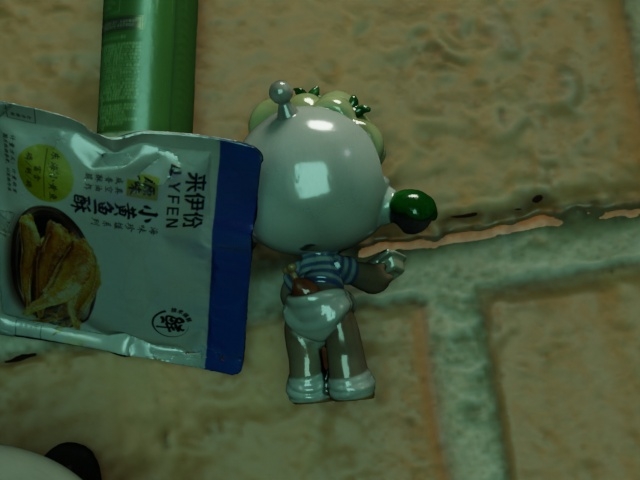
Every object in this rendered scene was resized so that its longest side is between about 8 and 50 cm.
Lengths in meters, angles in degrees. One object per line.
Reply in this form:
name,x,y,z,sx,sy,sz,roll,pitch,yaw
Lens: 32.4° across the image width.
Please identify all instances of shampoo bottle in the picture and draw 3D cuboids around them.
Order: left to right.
shampoo bottle,-0.109,-0.121,0.692,0.065,0.065,0.204,2,87,-1

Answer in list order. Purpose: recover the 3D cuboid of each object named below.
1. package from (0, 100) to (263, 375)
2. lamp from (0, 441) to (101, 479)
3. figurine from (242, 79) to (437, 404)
package,-0.124,0.001,0.654,0.173,0.027,0.171,11,123,5
lamp,-0.190,0.192,0.583,0.198,0.244,0.197,0,92,-4
figurine,0.000,-0.001,0.676,0.147,0.093,0.197,-7,96,20
